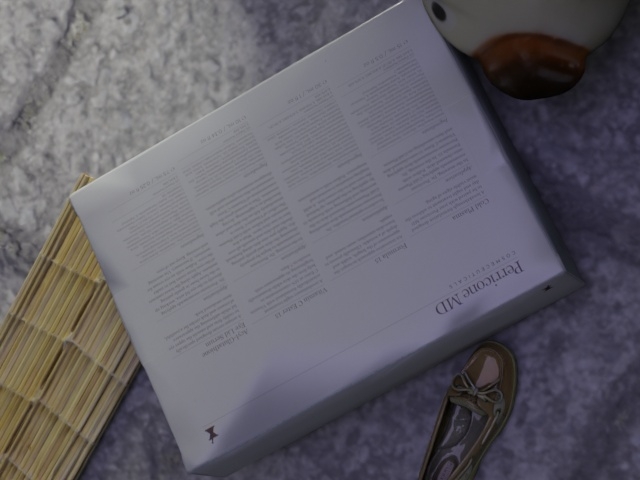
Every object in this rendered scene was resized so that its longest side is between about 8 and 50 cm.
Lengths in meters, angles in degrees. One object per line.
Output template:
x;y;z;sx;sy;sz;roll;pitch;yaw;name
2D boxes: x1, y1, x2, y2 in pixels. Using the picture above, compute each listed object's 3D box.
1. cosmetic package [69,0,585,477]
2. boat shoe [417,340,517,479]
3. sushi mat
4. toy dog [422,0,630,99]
0.000;0.000;1.671;0.377;0.097;0.284;-29;71;13;cosmetic package
0.125;0.159;1.642;0.056;0.048;0.153;28;95;22;boat shoe
-0.240;0.102;1.810;0.151;0.019;0.316;31;96;23;sushi mat
0.237;-0.304;1.519;0.408;0.395;0.284;-35;58;33;toy dog
